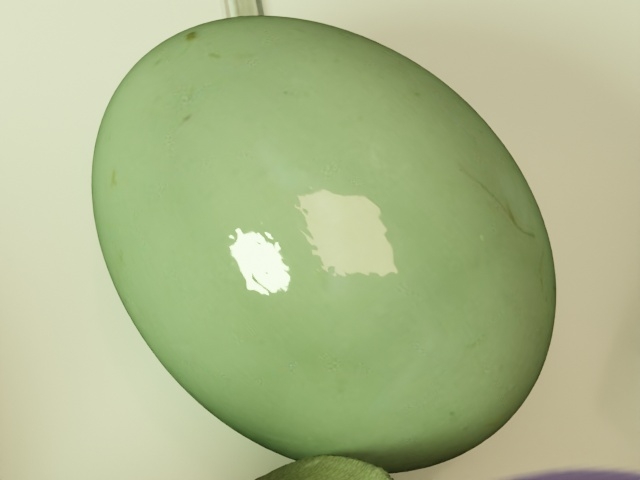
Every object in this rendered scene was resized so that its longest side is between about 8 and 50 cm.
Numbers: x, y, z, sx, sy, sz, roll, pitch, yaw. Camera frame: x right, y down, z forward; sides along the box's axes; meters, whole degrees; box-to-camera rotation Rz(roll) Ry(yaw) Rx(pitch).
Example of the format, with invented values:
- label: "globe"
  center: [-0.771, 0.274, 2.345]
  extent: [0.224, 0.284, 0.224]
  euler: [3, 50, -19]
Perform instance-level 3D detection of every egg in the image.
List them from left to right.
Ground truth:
- label: "egg"
  center: [0.000, 0.000, 0.666]
  extent: [0.149, 0.149, 0.192]
  euler: [-43, 78, -13]

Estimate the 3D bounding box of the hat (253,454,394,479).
- label: "hat"
  center: [-0.095, 0.151, 0.553]
  extent: [0.130, 0.257, 0.257]
  euler: [33, 74, -20]
